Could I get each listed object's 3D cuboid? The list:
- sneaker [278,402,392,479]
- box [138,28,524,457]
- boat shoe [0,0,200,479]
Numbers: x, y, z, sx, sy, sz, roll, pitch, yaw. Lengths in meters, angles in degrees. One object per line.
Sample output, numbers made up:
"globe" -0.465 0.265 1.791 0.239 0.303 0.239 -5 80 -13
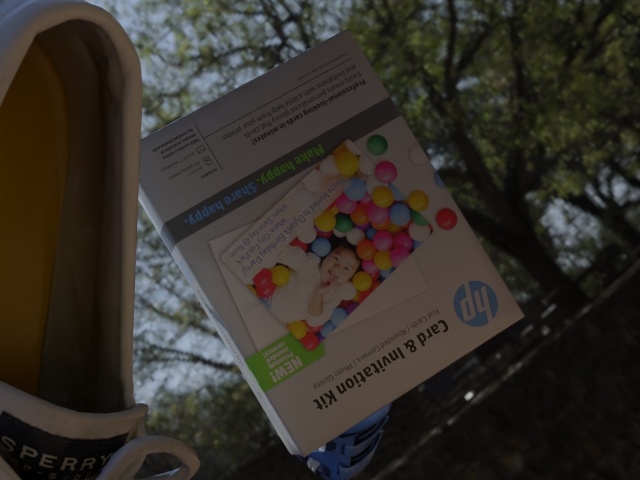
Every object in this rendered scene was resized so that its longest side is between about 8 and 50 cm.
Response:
"sneaker" 0.020 0.132 0.739 0.053 0.059 0.144 -32 -6 -25
"box" 0.000 0.000 0.581 0.145 0.186 0.038 -30 -2 -14
"boat shoe" -0.121 0.081 0.426 0.135 0.156 0.367 11 -94 -46
